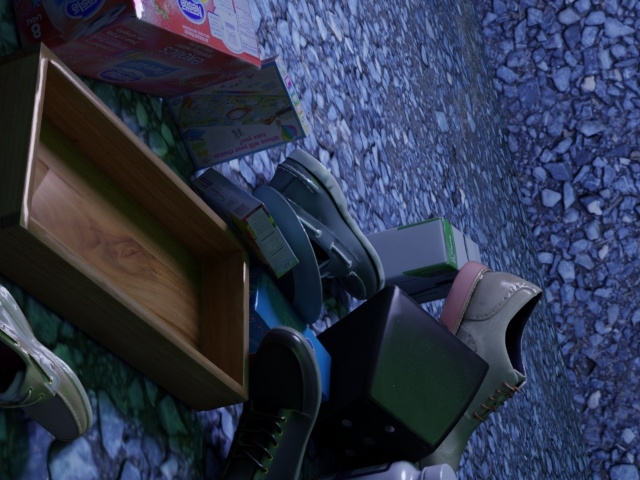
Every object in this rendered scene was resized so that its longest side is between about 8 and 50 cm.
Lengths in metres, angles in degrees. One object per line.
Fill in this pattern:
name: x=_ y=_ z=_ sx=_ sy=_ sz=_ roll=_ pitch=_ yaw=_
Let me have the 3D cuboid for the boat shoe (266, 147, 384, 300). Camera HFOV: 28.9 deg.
boat shoe: x=0.000 y=0.000 z=1.802 sx=0.099 sy=0.116 sz=0.319 roll=-47 pitch=141 yaw=-15

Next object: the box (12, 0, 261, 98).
box: x=-0.198 y=-0.261 z=1.361 sx=0.300 sy=0.142 sz=0.154 roll=3 pitch=72 yaw=-68

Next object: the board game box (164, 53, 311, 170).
board game box: x=-0.101 y=-0.155 z=1.518 sx=0.026 sy=0.154 sz=0.103 roll=-64 pitch=135 yaw=-62

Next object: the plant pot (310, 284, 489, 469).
plant pot: x=0.085 y=0.209 z=1.648 sx=0.188 sy=0.187 sz=0.167 roll=39 pitch=41 yaw=-15

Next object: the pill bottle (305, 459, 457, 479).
pill bottle: x=0.077 y=0.339 z=1.571 sx=0.108 sy=0.193 sz=0.108 roll=-15 pitch=90 yaw=-69

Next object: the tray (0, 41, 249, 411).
tray: x=-0.200 y=0.005 z=1.268 sx=0.411 sy=0.076 sz=0.203 roll=49 pitch=32 yaw=-51

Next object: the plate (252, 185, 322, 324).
plate: x=-0.053 y=0.022 z=1.572 sx=0.188 sy=0.024 sz=0.188 roll=49 pitch=-30 yaw=42

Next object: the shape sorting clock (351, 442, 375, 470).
shape sorting clock: x=0.084 y=0.384 z=1.734 sx=0.206 sy=0.040 sz=0.206 roll=-2 pitch=90 yaw=-67

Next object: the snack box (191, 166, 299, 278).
snack box: x=-0.092 y=-0.022 z=1.503 sx=0.141 sy=0.037 sz=0.100 roll=36 pitch=-20 yaw=52

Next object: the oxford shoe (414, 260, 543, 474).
oxford shoe: x=0.245 y=0.236 z=1.990 sx=0.140 sy=0.146 sz=0.397 roll=19 pitch=86 yaw=-64

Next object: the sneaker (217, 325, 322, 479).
sneaker: x=-0.061 y=0.213 z=1.383 sx=0.118 sy=0.083 sz=0.222 roll=-31 pitch=130 yaw=-65

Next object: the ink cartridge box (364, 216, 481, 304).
ink cartridge box: x=0.175 y=0.040 z=2.098 sx=0.208 sy=0.153 sz=0.087 roll=28 pitch=51 yaw=-62

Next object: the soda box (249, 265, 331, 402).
soda box: x=-0.060 y=0.125 z=1.551 sx=0.210 sy=0.067 sz=0.071 roll=54 pitch=29 yaw=-43

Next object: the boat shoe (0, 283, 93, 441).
boat shoe: x=-0.260 y=0.115 z=1.059 sx=0.170 sy=0.063 sz=0.059 roll=56 pitch=29 yaw=-20
